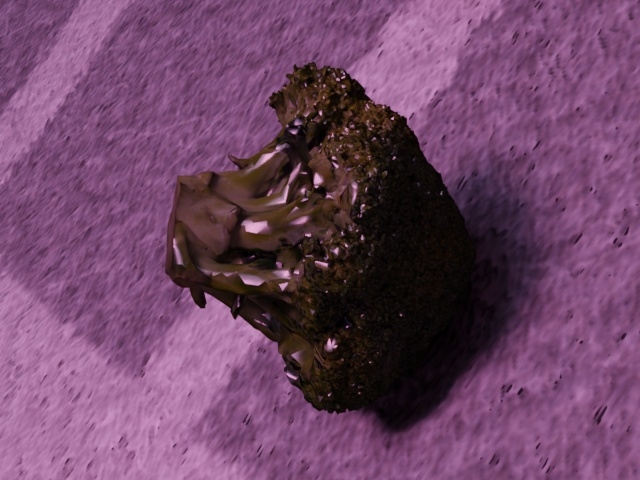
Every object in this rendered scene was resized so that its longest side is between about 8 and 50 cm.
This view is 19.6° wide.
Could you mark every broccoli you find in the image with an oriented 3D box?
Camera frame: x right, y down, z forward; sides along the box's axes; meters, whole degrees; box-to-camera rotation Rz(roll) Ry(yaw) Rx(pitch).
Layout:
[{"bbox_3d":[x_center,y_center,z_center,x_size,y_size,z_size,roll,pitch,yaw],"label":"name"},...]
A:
[{"bbox_3d":[0.000,0.000,0.842,0.162,0.138,0.146,-100,19,-61],"label":"broccoli"}]
